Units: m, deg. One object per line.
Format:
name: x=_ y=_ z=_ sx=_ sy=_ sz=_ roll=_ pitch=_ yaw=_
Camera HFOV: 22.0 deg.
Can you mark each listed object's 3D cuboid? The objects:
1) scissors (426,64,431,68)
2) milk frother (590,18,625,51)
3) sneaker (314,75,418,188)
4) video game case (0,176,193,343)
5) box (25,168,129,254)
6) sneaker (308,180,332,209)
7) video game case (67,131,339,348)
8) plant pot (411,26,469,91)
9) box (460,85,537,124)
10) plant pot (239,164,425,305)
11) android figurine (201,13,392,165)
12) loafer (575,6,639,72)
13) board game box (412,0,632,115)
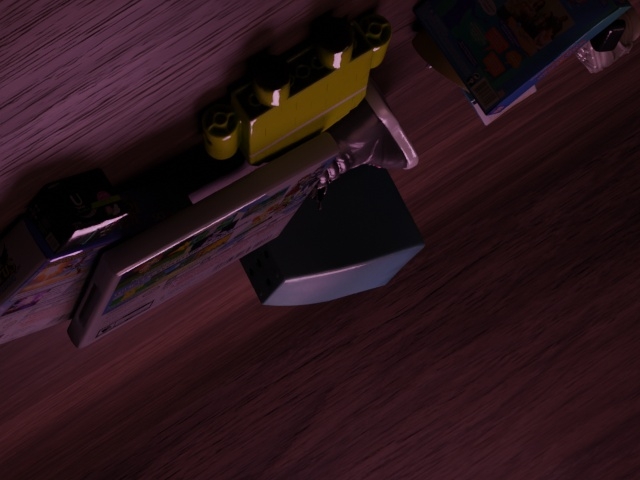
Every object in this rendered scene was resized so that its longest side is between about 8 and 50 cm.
scissors: x=0.202 y=-0.294 z=2.132 sx=0.109 sy=0.021 sz=0.297 roll=-3 pitch=162 yaw=-42
milk frother: x=0.354 y=-0.333 z=2.261 sx=0.143 sy=0.129 sz=0.135 roll=11 pitch=165 yaw=-1
sneaker: x=0.038 y=-0.129 z=2.185 sx=0.147 sy=0.105 sz=0.296 roll=-33 pitch=165 yaw=5
video game case: x=-0.310 y=0.034 z=1.942 sx=0.244 sy=0.061 sz=0.269 roll=-39 pitch=169 yaw=34
box: x=-0.262 y=-0.031 z=1.774 sx=0.083 sy=0.062 sz=0.052 roll=-23 pitch=165 yaw=-47
sneaker: x=-0.022 y=-0.070 z=2.351 sx=0.038 sy=0.069 sz=0.098 roll=-21 pitch=165 yaw=-50
video game case: x=-0.151 y=0.003 z=2.042 sx=0.329 sy=0.036 sz=0.300 roll=-30 pitch=171 yaw=-24
plant pot: x=0.195 y=-0.250 z=2.045 sx=0.095 sy=0.134 sz=0.134 roll=-55 pitch=162 yaw=22
box: x=0.262 y=-0.240 z=2.465 sx=0.100 sy=0.060 sz=0.244 roll=-35 pitch=170 yaw=6
plant pot: x=0.000 y=0.000 z=2.532 sx=0.234 sy=0.166 sz=0.165 roll=-18 pitch=164 yaw=-31
android figurine: x=-0.025 y=-0.169 z=1.893 sx=0.248 sy=0.056 sz=0.273 roll=-32 pitch=170 yaw=-8
loafer: x=0.425 y=-0.322 z=2.484 sx=0.111 sy=0.112 sz=0.319 roll=-40 pitch=177 yaw=10
board game box: x=0.233 y=-0.272 z=1.921 sx=0.210 sy=0.160 sz=0.047 roll=-38 pitch=170 yaw=30
